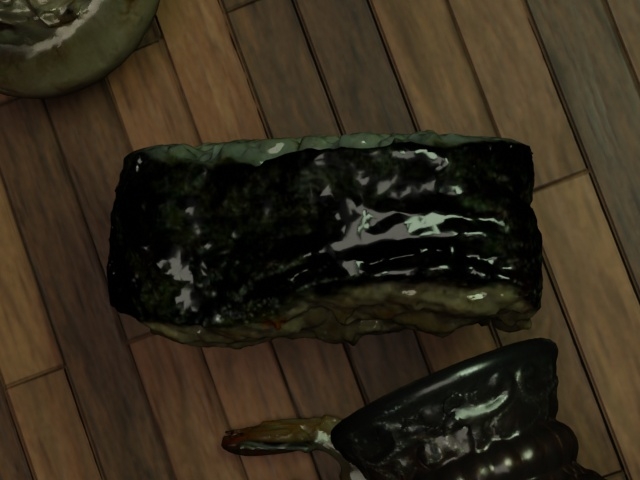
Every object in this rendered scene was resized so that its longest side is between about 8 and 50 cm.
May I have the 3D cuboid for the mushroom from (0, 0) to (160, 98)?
[{"bbox_3d":[-0.247,-0.233,0.943,0.227,0.178,0.226,1,98,9],"label":"mushroom"}]

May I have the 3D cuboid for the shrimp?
[{"bbox_3d":[-0.039,0.229,0.960,0.253,0.058,0.173,14,82,6],"label":"shrimp"}]

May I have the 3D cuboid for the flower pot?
[{"bbox_3d":[0.143,0.230,0.837,0.267,0.266,0.267,-24,75,7],"label":"flower pot"}]

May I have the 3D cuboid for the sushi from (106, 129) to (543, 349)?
[{"bbox_3d":[0.000,0.000,0.887,0.350,0.211,0.170,-2,92,14],"label":"sushi"}]
